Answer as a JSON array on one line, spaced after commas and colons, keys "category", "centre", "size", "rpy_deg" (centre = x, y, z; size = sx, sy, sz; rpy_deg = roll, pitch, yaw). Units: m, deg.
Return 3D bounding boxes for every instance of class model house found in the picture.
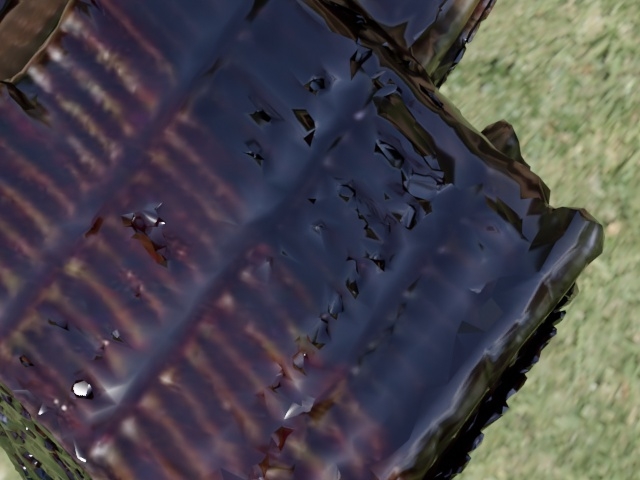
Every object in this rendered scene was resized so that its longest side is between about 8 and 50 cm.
[{"category": "model house", "centre": [0.000, 0.000, 0.634], "size": [0.297, 0.317, 0.282], "rpy_deg": [45, 165, -33]}]
